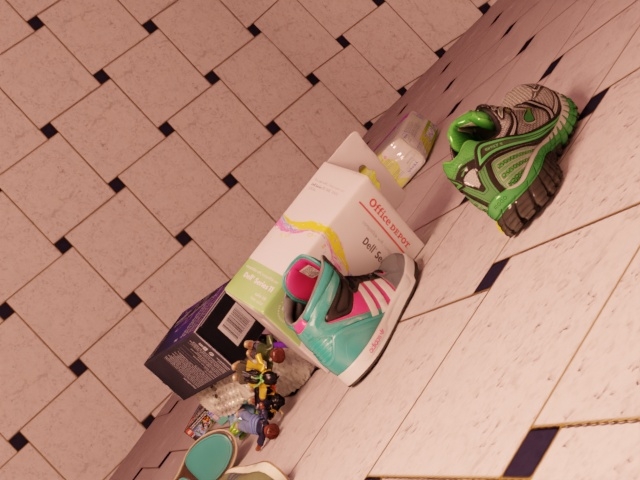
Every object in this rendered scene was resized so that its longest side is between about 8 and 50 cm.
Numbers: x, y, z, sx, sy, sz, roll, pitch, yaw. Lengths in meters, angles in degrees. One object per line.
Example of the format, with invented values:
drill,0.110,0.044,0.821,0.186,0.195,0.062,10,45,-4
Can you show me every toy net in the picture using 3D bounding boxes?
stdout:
toy net,-0.202,0.415,1.975,0.232,0.045,0.122,-52,16,17

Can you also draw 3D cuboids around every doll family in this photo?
doll family,-0.100,0.259,1.745,0.076,0.193,0.111,-14,12,-39

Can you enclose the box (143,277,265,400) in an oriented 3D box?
box,-0.208,0.185,1.892,0.207,0.108,0.153,-33,17,46

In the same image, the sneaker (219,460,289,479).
sneaker,-0.120,0.374,1.465,0.086,0.064,0.192,-49,7,-35

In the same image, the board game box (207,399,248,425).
board game box,-0.158,0.299,2.299,0.160,0.047,0.210,-45,8,42

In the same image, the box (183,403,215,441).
box,-0.239,0.368,2.496,0.159,0.044,0.233,-48,7,25

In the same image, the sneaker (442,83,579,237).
sneaker,0.260,-0.148,1.410,0.134,0.146,0.343,-47,6,31

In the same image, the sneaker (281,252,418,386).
sneaker,0.034,0.075,1.580,0.124,0.178,0.295,-47,7,37

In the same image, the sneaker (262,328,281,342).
sneaker,-0.039,0.146,2.053,0.292,0.108,0.169,-53,3,-30

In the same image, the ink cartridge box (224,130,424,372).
ink cartridge box,0.034,0.016,1.717,0.119,0.207,0.353,25,74,48

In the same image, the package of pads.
package of pads,0.153,-0.165,2.527,0.296,0.101,0.229,-48,6,29

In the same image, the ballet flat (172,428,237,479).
ballet flat,-0.218,0.426,1.871,0.248,0.086,0.086,-50,6,22

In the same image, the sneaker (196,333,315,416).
sneaker,-0.109,0.223,1.918,0.293,0.102,0.146,-26,22,40
